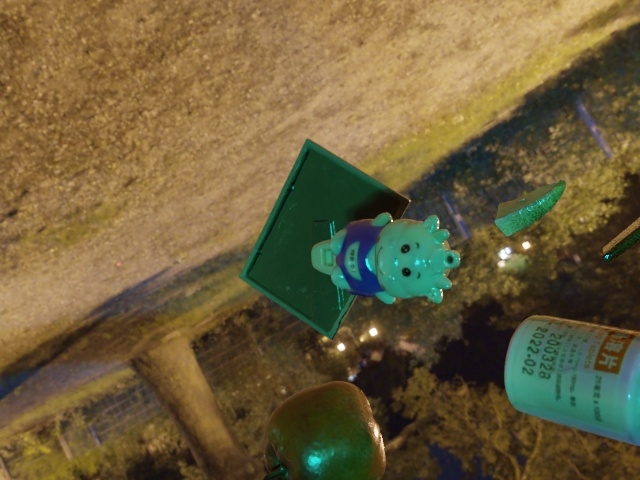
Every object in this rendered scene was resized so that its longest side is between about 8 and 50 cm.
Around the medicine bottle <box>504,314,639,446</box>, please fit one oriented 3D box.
[{"bbox_3d":[0.583,0.282,1.343,0.219,0.219,0.388,-23,-160,-40],"label":"medicine bottle"}]

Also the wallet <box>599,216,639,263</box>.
[{"bbox_3d":[0.697,-0.042,1.420,0.243,0.039,0.133,-43,172,22],"label":"wallet"}]

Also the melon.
[{"bbox_3d":[0.523,-0.087,1.681,0.182,0.054,0.098,-26,-149,38],"label":"melon"}]

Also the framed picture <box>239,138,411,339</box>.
[{"bbox_3d":[0.000,0.000,1.365,0.335,0.247,0.022,-63,164,19],"label":"framed picture"}]

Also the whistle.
[{"bbox_3d":[0.069,0.021,0.821,0.092,0.110,0.244,-7,-175,-41],"label":"whistle"}]

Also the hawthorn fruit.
[{"bbox_3d":[-0.008,0.470,1.545,0.300,0.268,0.268,-17,169,-20],"label":"hawthorn fruit"}]
